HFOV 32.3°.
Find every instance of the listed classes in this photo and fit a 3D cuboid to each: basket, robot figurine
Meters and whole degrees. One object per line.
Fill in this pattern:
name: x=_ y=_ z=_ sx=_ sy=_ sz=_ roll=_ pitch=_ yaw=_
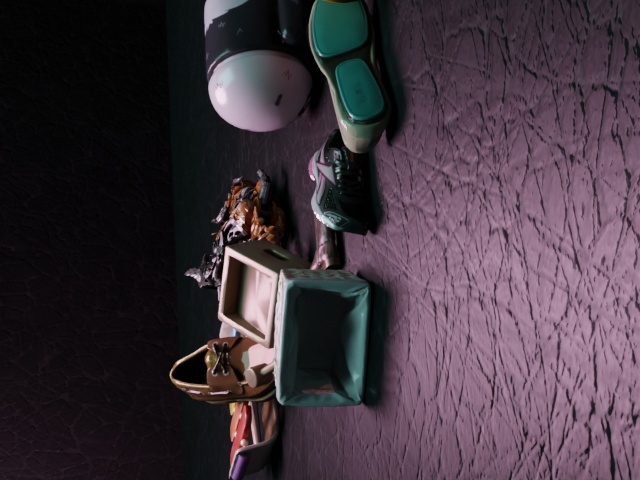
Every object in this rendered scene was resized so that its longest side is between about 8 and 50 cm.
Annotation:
basket: x=-0.002 y=0.121 z=1.436 sx=0.103 sy=0.113 sz=0.167 roll=-123 pitch=36 yaw=-74
robot figurine: x=-0.097 y=-0.309 z=1.768 sx=0.209 sy=0.173 sz=0.278 roll=65 pitch=-162 yaw=-63

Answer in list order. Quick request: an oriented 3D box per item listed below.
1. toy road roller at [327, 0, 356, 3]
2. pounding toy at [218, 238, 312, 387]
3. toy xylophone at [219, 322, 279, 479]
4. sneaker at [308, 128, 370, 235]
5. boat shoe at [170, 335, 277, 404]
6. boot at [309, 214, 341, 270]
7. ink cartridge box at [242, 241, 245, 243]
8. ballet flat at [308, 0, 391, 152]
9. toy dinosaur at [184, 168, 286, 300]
toy road roller: x=-0.015 y=-0.456 z=1.424 sx=0.329 sy=0.240 sz=0.202 roll=26 pitch=123 yaw=28
pounding toy: x=-0.068 y=0.127 z=1.730 sx=0.181 sy=0.094 sz=0.206 roll=26 pitch=116 yaw=40
toy xylophone: x=-0.138 y=0.298 z=2.060 sx=0.236 sy=0.081 sz=0.323 roll=104 pitch=162 yaw=-44
sneaker: x=0.027 y=-0.082 z=1.434 sx=0.178 sy=0.072 sz=0.077 roll=-111 pitch=36 yaw=-46
boat shoe: x=-0.149 y=0.218 z=1.870 sx=0.307 sy=0.104 sz=0.111 roll=-31 pitch=48 yaw=47
boot: x=0.000 y=0.000 z=1.596 sx=0.106 sy=0.037 sz=0.114 roll=-41 pitch=51 yaw=55
ink cartridge box: x=-0.137 y=0.006 z=2.204 sx=0.063 sy=0.029 sz=0.115 roll=107 pitch=160 yaw=-50
ballet flat: x=0.037 y=-0.214 z=1.392 sx=0.086 sy=0.086 sz=0.248 roll=109 pitch=157 yaw=-53
toy dinosaur: x=-0.130 y=-0.009 z=1.946 sx=0.322 sy=0.164 sz=0.218 roll=-71 pitch=1 yaw=-76
